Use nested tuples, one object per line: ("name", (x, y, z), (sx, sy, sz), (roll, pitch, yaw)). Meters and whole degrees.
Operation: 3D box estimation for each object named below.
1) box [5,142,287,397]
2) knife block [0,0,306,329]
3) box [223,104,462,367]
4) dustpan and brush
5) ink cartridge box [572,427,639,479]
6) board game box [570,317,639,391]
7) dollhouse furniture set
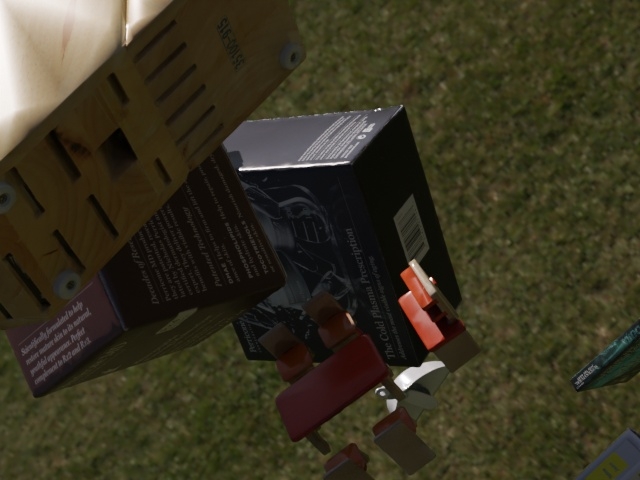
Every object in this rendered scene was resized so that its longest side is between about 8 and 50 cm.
("box", (-0.178, 0.019, 1.075), (0.168, 0.203, 0.167), (-35, 77, 41))
("knife block", (-0.143, -0.118, 0.593), (0.242, 0.088, 0.276), (26, 65, 34))
("box", (0.000, 0.000, 1.713), (0.312, 0.343, 0.179), (-1, 32, 33))
("dustpan and brush", (0.150, 0.266, 2.007), (0.147, 0.211, 0.060), (-58, 45, 10))
("ink cartridge box", (0.372, 0.437, 1.591), (0.307, 0.303, 0.072), (-41, 46, 0))
("board game box", (0.497, 0.176, 1.836), (0.186, 0.126, 0.026), (-54, 51, 43))
("dollhouse furniture set", (0.056, 0.152, 1.446), (0.259, 0.135, 0.262), (-37, 42, 6))
